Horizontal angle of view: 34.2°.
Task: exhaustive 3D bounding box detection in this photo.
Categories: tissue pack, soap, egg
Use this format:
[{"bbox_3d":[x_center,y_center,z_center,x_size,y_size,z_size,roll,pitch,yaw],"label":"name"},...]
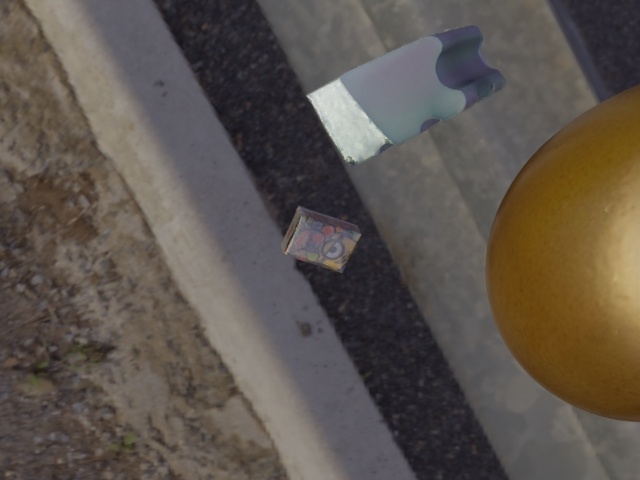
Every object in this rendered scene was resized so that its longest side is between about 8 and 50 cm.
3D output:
[{"bbox_3d":[0.000,0.000,1.285,0.083,0.063,0.035,16,27,-18],"label":"tissue pack"},{"bbox_3d":[0.114,-0.199,1.432,0.115,0.208,0.347,62,25,-4],"label":"soap"},{"bbox_3d":[0.275,0.003,0.812,0.250,0.322,0.250,25,42,-24],"label":"egg"}]
